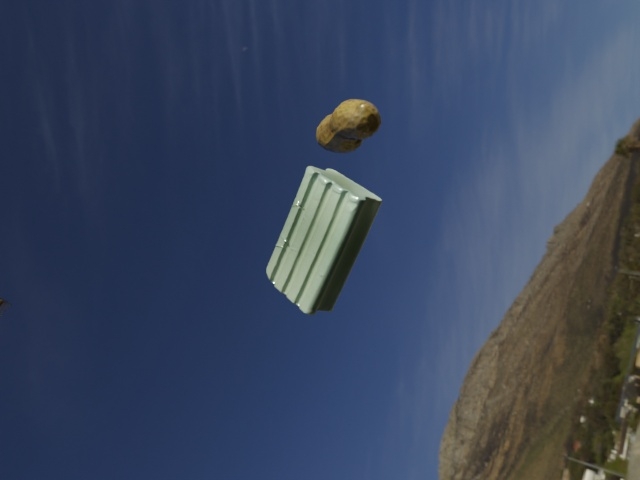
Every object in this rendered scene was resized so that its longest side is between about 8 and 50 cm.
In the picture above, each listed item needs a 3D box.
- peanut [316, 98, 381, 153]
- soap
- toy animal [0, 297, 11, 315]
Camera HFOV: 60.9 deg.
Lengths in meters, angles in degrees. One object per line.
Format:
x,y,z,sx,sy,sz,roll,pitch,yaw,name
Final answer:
0.053,-0.215,1.040,0.089,0.193,0.089,2,-95,-19,peanut
0.000,0.000,0.835,0.066,0.119,0.198,2,-62,-49,soap
-0.568,0.051,0.834,0.188,0.179,0.089,-58,-9,33,toy animal
